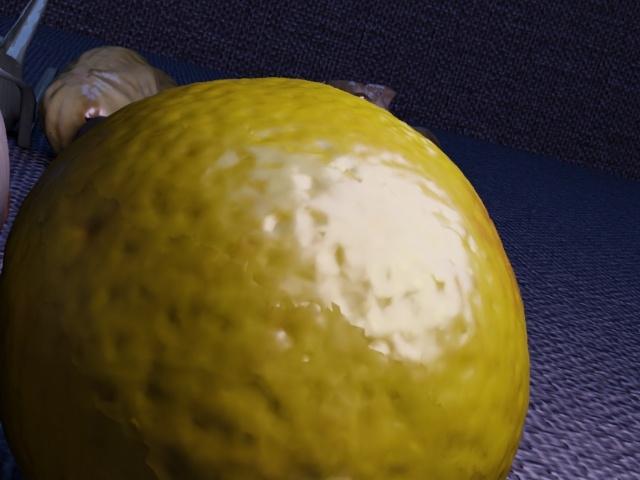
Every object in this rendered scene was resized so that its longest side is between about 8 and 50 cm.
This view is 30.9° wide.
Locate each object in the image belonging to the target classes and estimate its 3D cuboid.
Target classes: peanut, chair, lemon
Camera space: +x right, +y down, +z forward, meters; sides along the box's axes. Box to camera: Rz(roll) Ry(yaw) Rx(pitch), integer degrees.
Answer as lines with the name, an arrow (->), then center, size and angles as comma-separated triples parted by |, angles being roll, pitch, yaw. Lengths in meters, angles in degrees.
peanut -> -0.253, -0.172, 1.470 | 0.147, 0.148, 0.319 | 18, 12, 9
chair -> -0.433, -0.225, 1.417 | 0.203, 0.191, 0.275 | 13, 41, -11
lemon -> -0.029, 0.047, 0.540 | 0.267, 0.267, 0.267 | 15, 12, -3

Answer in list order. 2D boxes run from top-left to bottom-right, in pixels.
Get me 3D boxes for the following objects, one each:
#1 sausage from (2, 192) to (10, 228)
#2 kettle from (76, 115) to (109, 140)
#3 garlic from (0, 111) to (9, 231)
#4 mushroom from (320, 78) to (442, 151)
sausage -> -0.367, -0.035, 0.853 | 0.300, 0.083, 0.089 | 1, 31, -47
kettle -> -0.194, -0.082, 1.316 | 0.098, 0.127, 0.148 | -16, -10, 41
garlic -> -0.288, -0.023, 0.480 | 0.317, 0.259, 0.317 | 30, 19, -12
mushroom -> 0.054, -0.119, 1.566 | 0.254, 0.184, 0.255 | 9, 0, 0
